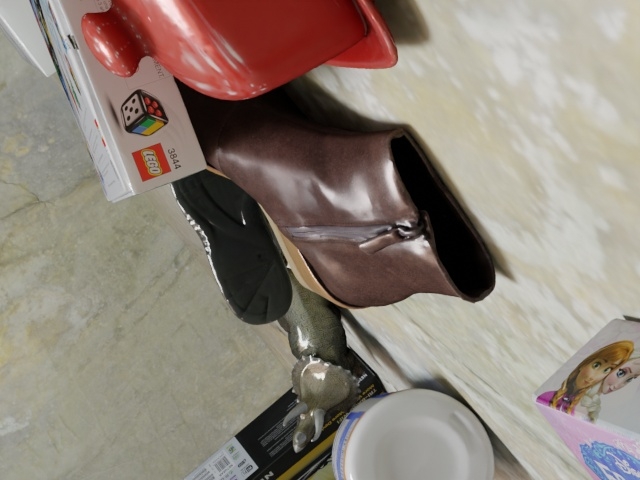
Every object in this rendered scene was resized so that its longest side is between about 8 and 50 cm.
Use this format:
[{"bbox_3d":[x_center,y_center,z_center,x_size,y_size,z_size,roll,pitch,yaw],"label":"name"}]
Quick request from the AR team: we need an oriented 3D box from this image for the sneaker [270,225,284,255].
[{"bbox_3d":[0.001,-0.001,0.810,0.152,0.058,0.084,50,165,25],"label":"sneaker"}]

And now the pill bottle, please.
[{"bbox_3d":[0.092,0.246,1.063,0.152,0.152,0.272,49,171,6],"label":"pill bottle"}]

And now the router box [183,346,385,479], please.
[{"bbox_3d":[-0.026,0.331,1.443,0.081,0.309,0.243,44,170,36],"label":"router box"}]

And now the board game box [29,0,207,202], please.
[{"bbox_3d":[-0.157,-0.125,0.673,0.305,0.053,0.192,-173,63,-75],"label":"board game box"}]

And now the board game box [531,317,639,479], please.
[{"bbox_3d":[0.254,0.179,0.334,0.318,0.066,0.319,51,170,-7],"label":"board game box"}]

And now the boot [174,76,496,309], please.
[{"bbox_3d":[-0.002,-0.062,0.624,0.248,0.090,0.207,57,155,-14],"label":"boot"}]

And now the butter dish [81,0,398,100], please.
[{"bbox_3d":[-0.063,-0.125,0.459,0.160,0.118,0.160,54,169,-24],"label":"butter dish"}]

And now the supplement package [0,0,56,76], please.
[{"bbox_3d":[-0.335,-0.279,1.138,0.105,0.105,0.179,58,168,-28],"label":"supplement package"}]

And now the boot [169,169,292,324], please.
[{"bbox_3d":[-0.086,-0.047,0.940,0.178,0.085,0.236,-90,-17,-79],"label":"boot"}]

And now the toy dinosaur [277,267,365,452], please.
[{"bbox_3d":[-0.010,0.114,1.205,0.160,0.121,0.313,89,169,-66],"label":"toy dinosaur"}]
